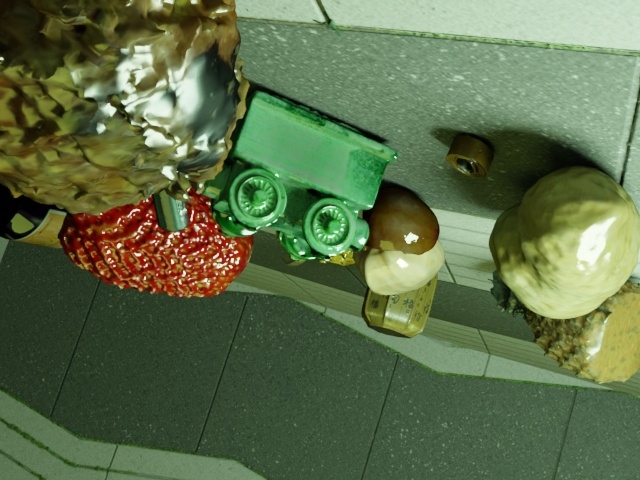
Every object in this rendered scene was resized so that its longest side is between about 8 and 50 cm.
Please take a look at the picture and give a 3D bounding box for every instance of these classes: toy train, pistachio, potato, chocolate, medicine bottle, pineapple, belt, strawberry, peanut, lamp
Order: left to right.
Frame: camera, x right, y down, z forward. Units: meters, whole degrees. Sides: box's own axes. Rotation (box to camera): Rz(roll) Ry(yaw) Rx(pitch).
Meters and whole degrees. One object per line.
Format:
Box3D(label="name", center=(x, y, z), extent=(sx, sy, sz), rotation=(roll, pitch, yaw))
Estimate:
Box3D(label="medicine bottle", center=(-0.574, -0.088, 2.107), extent=(0.242, 0.243, 0.395), rotation=(10, 174, 37))
Box3D(label="strawberry", center=(-0.287, -0.043, 1.699), extent=(0.351, 0.312, 0.267), rotation=(23, 146, 4))
Box3D(label="toy train", center=(-0.038, -0.082, 1.322), extent=(0.266, 0.202, 0.145), rotation=(22, 170, -17))
Box3D(label="potato", center=(-0.054, 0.044, 2.078), extent=(0.037, 0.036, 0.093), rotation=(28, 162, -33))
Box3D(label="lamp", center=(0.181, 0.124, 2.080), extent=(0.161, 0.185, 0.161), rotation=(15, 169, 3))
Box3D(label="chocolate", center=(0.136, -0.028, 1.551), extent=(0.133, 0.124, 0.127), rotation=(-1, 153, -2))
Box3D(label="pistachio", center=(0.155, 0.033, 1.750), extent=(0.157, 0.157, 0.229), rotation=(11, 180, 32))
Box3D(label="belt", center=(0.200, -0.114, 1.221), extent=(0.059, 0.036, 0.083), rotation=(21, 171, 22))
Box3D(label="pineapple", center=(0.450, 0.134, 1.716), extent=(0.202, 0.202, 0.362), rotation=(25, 178, -33))
Box3D(label="peanut", center=(0.334, 0.002, 1.252), extent=(0.192, 0.170, 0.387), rotation=(20, 167, 10))

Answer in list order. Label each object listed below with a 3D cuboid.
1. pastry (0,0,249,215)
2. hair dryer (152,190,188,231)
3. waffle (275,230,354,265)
Box3D(label="pastry", center=(-0.234, -0.198, 0.855), extent=(0.337, 0.293, 0.405), rotation=(-4, 146, 41))
Box3D(label="hair dryer", center=(-0.268, -0.146, 1.280), extent=(0.244, 0.116, 0.303), rotation=(15, 128, 25))
Box3D(label="waffle", center=(0.000, 0.000, 2.070), extent=(0.193, 0.070, 0.197), rotation=(23, 166, -27))
